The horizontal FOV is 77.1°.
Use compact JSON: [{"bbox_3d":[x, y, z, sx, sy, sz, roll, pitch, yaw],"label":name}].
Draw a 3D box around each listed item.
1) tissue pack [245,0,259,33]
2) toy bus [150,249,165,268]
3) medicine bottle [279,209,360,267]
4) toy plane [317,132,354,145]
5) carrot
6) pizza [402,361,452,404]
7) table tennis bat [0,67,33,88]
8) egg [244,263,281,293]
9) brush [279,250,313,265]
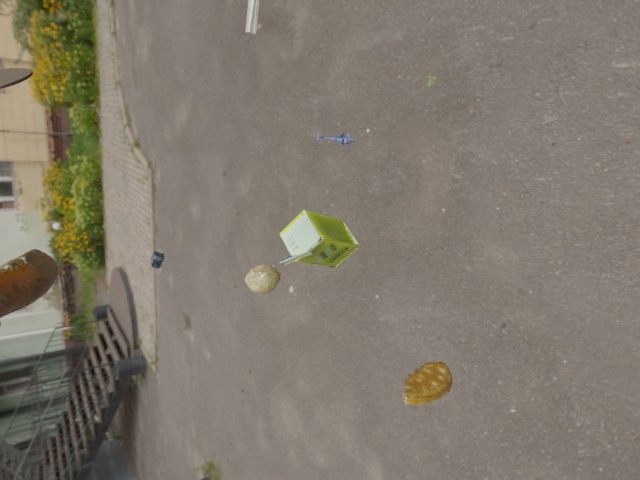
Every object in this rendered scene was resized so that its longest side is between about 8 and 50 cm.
[{"bbox_3d":[-0.184,-0.620,1.089,0.056,0.023,0.108,-130,47,-55],"label":"tissue pack"},{"bbox_3d":[-0.711,0.082,1.746,0.166,0.047,0.065,13,83,66],"label":"toy bus"},{"bbox_3d":[0.000,0.000,1.408,0.137,0.250,0.141,-45,61,22],"label":"medicine bottle"},{"bbox_3d":[0.070,-0.452,1.786,0.168,0.062,0.053,12,114,18],"label":"toy plane"},{"bbox_3d":[-0.838,0.133,1.077,0.301,0.139,0.138,-70,-2,-62],"label":"carrot"},{"bbox_3d":[0.340,0.454,1.264,0.127,0.246,0.058,18,112,29],"label":"pizza"},{"bbox_3d":[-0.998,-0.492,1.216,0.275,0.154,0.021,10,135,17],"label":"table tennis bat"},{"bbox_3d":[-0.224,0.151,1.570,0.118,0.140,0.116,-52,-51,-80],"label":"egg"},{"bbox_3d":[-0.056,0.038,0.922,0.084,0.016,0.013,-22,49,23],"label":"brush"}]
